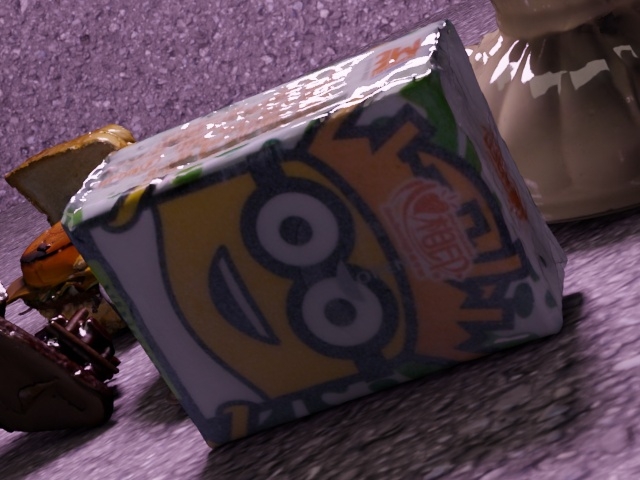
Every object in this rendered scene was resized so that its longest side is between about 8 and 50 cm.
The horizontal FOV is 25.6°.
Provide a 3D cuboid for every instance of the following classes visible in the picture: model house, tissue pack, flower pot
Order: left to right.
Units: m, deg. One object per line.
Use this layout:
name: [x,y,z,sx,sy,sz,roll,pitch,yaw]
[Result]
model house: [-0.286,0.095,1.379,0.141,0.203,0.164,-44,12,31]
tissue pack: [0.000,0.000,1.052,0.310,0.228,0.128,-20,24,23]
flower pot: [0.234,-0.182,1.252,0.307,0.244,0.307,-17,18,6]

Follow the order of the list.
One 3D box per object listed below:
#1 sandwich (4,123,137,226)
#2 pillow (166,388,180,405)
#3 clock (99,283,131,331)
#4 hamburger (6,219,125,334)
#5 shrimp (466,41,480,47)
sandwich: [-0.285,-0.030,1.834,0.186,0.215,0.065,-17,15,27]
pillow: [-0.031,0.088,1.229,0.232,0.038,0.131,-16,24,33]
clock: [-0.059,-0.014,1.341,0.318,0.066,0.319,-27,23,12]
hamburger: [-0.245,0.030,1.662,0.243,0.139,0.261,-16,18,39]
shrimp: [0.221,-0.212,1.931,0.365,0.071,0.233,-22,22,16]
